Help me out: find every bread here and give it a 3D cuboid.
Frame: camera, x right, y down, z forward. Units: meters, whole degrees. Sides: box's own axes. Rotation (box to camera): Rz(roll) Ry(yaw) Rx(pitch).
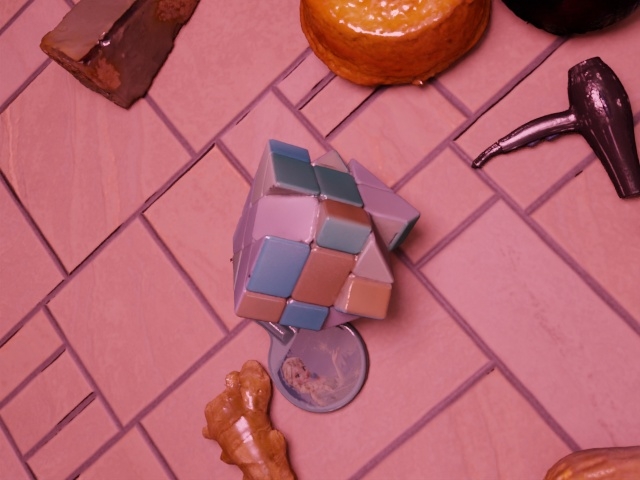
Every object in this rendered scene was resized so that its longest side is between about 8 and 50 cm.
[{"bbox_3d":[0.103,-0.389,0.773,0.312,0.172,0.312,-1,83,12],"label":"bread"}]

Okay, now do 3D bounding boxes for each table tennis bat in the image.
[{"bbox_3d":[-0.037,0.156,0.805,0.237,0.038,0.149,39,93,13],"label":"table tennis bat"}]

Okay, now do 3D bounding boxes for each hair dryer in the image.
[{"bbox_3d":[0.325,-0.130,0.747,0.219,0.075,0.195,-19,87,22],"label":"hair dryer"}]

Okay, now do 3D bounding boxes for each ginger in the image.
[{"bbox_3d":[-0.111,0.288,0.781,0.115,0.081,0.205,-13,68,-19],"label":"ginger"}]

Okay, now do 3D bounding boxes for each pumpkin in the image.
[{"bbox_3d":[0.348,-0.397,0.716,0.233,0.163,0.233,-2,81,11],"label":"pumpkin"}]

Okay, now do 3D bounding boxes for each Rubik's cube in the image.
[{"bbox_3d":[0.000,0.000,0.731,0.213,0.265,0.224,13,123,-19],"label":"Rubik's cube"}]

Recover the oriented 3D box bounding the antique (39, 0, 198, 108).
[{"bbox_3d":[-0.325,-0.387,0.913,0.125,0.150,0.284,30,82,17],"label":"antique"}]

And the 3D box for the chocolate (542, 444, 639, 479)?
[{"bbox_3d":[0.417,0.289,0.621,0.309,0.134,0.134,-19,78,16],"label":"chocolate"}]
